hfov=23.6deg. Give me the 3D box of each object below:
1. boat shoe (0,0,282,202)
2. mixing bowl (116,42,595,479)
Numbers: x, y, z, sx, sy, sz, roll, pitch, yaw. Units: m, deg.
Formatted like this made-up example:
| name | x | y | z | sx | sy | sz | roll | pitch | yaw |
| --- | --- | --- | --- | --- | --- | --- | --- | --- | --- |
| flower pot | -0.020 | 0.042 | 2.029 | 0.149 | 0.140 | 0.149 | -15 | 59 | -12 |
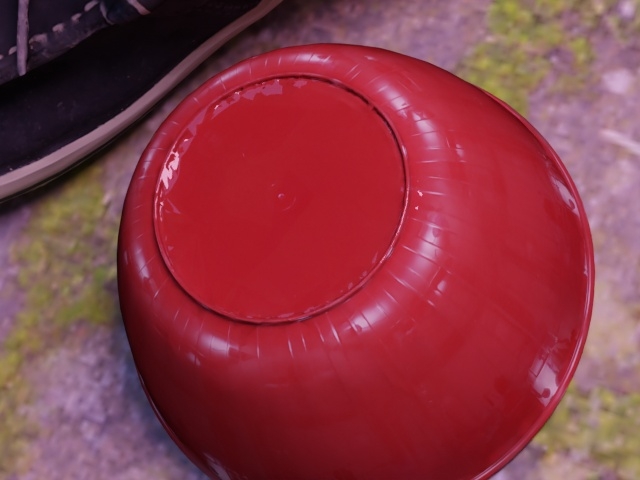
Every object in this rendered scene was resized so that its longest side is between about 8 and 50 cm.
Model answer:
| name | x | y | z | sx | sy | sz | roll | pitch | yaw |
| --- | --- | --- | --- | --- | --- | --- | --- | --- | --- |
| boat shoe | -0.067 | -0.155 | 0.578 | 0.500 | 0.156 | 0.186 | -23 | 68 | 9 |
| mixing bowl | 0.000 | 0.000 | 0.533 | 0.181 | 0.098 | 0.181 | -5 | 69 | 14 |
